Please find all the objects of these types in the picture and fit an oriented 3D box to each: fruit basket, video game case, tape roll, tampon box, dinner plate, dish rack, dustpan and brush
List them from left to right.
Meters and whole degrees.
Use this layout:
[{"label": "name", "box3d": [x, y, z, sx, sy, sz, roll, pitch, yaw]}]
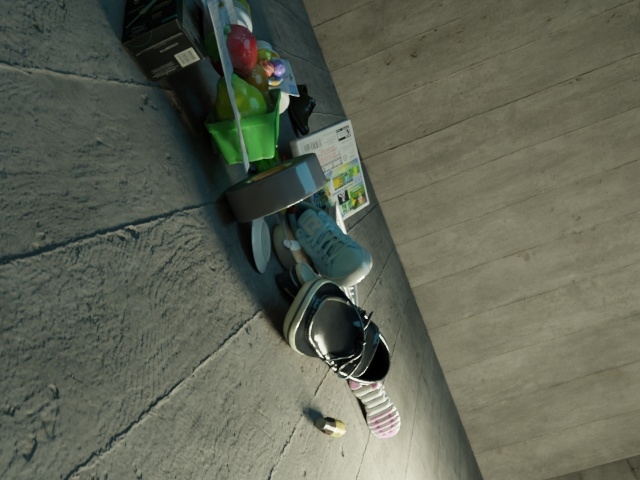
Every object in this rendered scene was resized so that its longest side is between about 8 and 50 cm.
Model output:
[{"label": "tampon box", "box3d": [-0.301, -0.412, 1.383, 0.101, 0.120, 0.161, 55, 20, -47]}, {"label": "fruit basket", "box3d": [-0.192, -0.358, 1.559, 0.327, 0.165, 0.353, -89, 163, -64]}, {"label": "dinner plate", "box3d": [-0.131, 0.003, 1.610, 0.141, 0.017, 0.141, -3, 90, -81]}, {"label": "tape roll", "box3d": [-0.098, -0.117, 1.556, 0.219, 0.219, 0.072, -67, 135, -71]}, {"label": "dustpan and brush", "box3d": [-0.082, 0.015, 1.773, 0.211, 0.060, 0.147, 1, 70, -76]}, {"label": "video game case", "box3d": [0.036, -0.209, 2.274, 0.329, 0.036, 0.300, -33, 114, -52]}, {"label": "dish rack", "box3d": [0.051, 0.077, 2.109, 0.333, 0.072, 0.285, -90, 165, -50]}]

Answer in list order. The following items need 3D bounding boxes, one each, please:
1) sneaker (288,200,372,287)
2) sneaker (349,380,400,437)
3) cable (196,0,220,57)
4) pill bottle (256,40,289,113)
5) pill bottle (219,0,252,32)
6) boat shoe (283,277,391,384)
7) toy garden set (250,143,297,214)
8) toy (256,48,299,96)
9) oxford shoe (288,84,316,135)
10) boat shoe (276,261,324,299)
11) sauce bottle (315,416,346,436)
[{"label": "sneaker", "box3d": [0.000, 0.000, 1.879, 0.150, 0.135, 0.366, 45, -3, -33]}, {"label": "sneaker", "box3d": [0.157, 0.453, 2.044, 0.104, 0.095, 0.236, -93, 159, -74]}, {"label": "cable", "box3d": [-0.309, -0.535, 1.609, 0.257, 0.089, 0.257, -96, 161, -46]}, {"label": "pill bottle", "box3d": [-0.163, -0.467, 2.044, 0.117, 0.117, 0.215, 49, 25, -57]}, {"label": "pill bottle", "box3d": [-0.237, -0.563, 1.843, 0.208, 0.119, 0.119, -100, 165, -54]}, {"label": "boat shoe", "box3d": [0.056, 0.230, 1.699, 0.187, 0.156, 0.500, -61, 151, -14]}, {"label": "toy garden set", "box3d": [-0.135, -0.199, 1.918, 0.244, 0.049, 0.204, -97, 160, -47]}, {"label": "toy", "box3d": [-0.159, -0.478, 1.928, 0.237, 0.056, 0.137, 4, 57, -34]}, {"label": "oxford shoe", "box3d": [-0.061, -0.467, 2.513, 0.083, 0.096, 0.227, 52, 24, -58]}, {"label": "boat shoe", "box3d": [-0.026, 0.137, 1.779, 0.254, 0.079, 0.095, 45, 30, -56]}, {"label": "sauce bottle", "box3d": [0.022, 0.425, 1.628, 0.128, 0.042, 0.042, 41, 31, -63]}]
